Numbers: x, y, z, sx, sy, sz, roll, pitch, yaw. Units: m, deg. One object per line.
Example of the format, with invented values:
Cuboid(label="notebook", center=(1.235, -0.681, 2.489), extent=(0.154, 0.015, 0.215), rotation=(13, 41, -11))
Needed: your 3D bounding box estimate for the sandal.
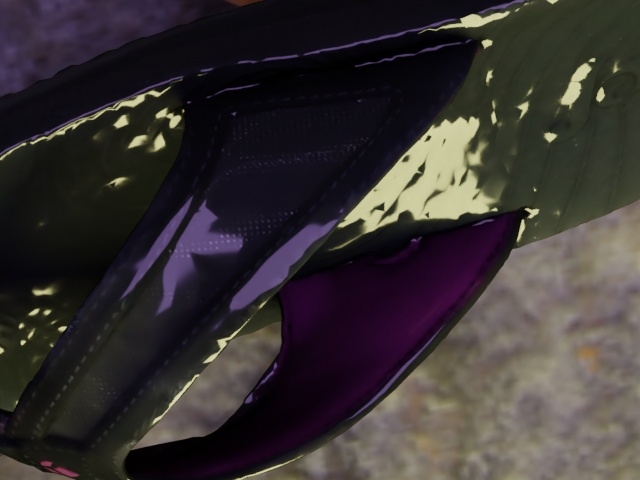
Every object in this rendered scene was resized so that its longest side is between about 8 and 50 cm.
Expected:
Cuboid(label="sandal", center=(0.001, -0.002, 0.544), extent=(0.446, 0.107, 0.167), rotation=(-24, 144, 7))

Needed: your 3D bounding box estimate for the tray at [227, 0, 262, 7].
Cuboid(label="tray", center=(-0.150, -0.244, 0.528), extent=(0.411, 0.076, 0.203), rotation=(23, 105, -5))
